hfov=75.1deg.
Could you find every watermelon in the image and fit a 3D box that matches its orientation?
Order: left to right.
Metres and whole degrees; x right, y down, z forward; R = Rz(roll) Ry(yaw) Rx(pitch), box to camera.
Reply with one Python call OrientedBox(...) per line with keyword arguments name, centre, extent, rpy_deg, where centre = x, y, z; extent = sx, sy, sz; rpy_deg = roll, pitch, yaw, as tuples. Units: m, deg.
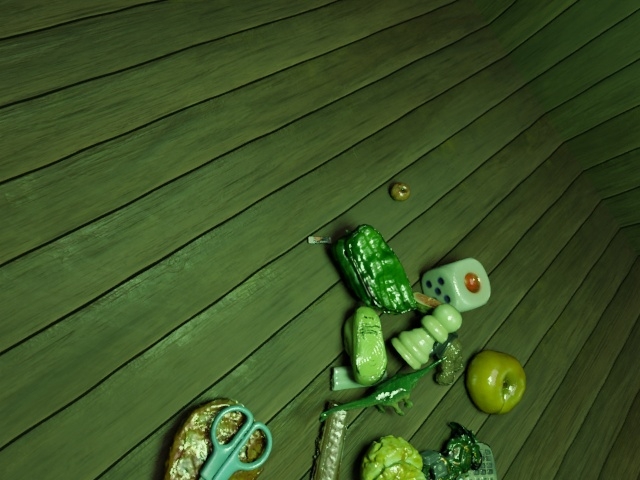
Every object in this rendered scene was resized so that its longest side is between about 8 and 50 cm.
OrientedBox(name="watermelon", centre=(0.401, 0.260, 1.582), extent=(0.087, 0.163, 0.069), rpy_deg=(-7, 114, -38))

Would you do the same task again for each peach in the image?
OrientedBox(name="peach", centre=(0.687, 0.555, 1.630), extent=(0.251, 0.153, 0.251), rpy_deg=(0, 89, -19))

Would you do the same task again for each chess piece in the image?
OrientedBox(name="chess piece", centre=(0.390, 0.328, 1.482), extent=(0.251, 0.144, 0.144), rpy_deg=(-43, 97, 4))

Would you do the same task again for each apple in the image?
OrientedBox(name="apple", centre=(0.328, -0.198, 1.714), extent=(0.084, 0.071, 0.084), rpy_deg=(6, 69, -17))

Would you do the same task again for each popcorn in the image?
OrientedBox(name="popcorn", centre=(0.228, 0.733, 1.327), extent=(0.221, 0.183, 0.204), rpy_deg=(21, 79, -34))

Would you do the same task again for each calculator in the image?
OrientedBox(name="calculator", centre=(0.584, 0.880, 1.537), extent=(0.177, 0.040, 0.268), rpy_deg=(13, 69, -23))

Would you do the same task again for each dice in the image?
OrientedBox(name="dice", centre=(0.529, 0.180, 1.632), extent=(0.193, 0.192, 0.194), rpy_deg=(-15, 81, -28))

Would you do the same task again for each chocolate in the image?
OrientedBox(name="chocolate", centre=(0.034, 0.678, 1.309), extent=(0.102, 0.065, 0.329), rpy_deg=(21, 68, -20))

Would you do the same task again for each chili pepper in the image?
OrientedBox(name="chili pepper", centre=(0.188, 0.126, 1.492), extent=(0.213, 0.167, 0.385), rpy_deg=(-35, 94, -26))

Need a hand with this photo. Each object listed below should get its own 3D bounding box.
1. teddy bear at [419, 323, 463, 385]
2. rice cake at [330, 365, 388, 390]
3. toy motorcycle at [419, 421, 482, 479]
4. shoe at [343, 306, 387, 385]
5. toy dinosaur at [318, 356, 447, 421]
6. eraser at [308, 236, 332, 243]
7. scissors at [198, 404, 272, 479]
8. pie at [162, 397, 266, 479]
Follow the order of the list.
OrientedBox(name="teddy bear", centre=(0.471, 0.404, 1.570), extent=(0.182, 0.129, 0.251), rpy_deg=(-26, 86, -42))
OrientedBox(name="rice cake", centre=(0.136, 0.466, 1.436), extent=(0.221, 0.042, 0.080), rpy_deg=(2, 76, -25))
OrientedBox(name="toy motorcycle", centre=(0.460, 0.753, 1.467), extent=(0.274, 0.125, 0.187), rpy_deg=(-10, 83, -27))
OrientedBox(name="shoe", centre=(0.156, 0.359, 1.427), extent=(0.140, 0.128, 0.262), rpy_deg=(2, 71, -15))
OrientedBox(name="toy dinosaur", centre=(0.215, 0.468, 1.346), extent=(0.447, 0.087, 0.301), rpy_deg=(-41, 129, -9))
OrientedBox(name="eraser", centre=(0.000, 0.000, 1.519), extent=(0.099, 0.019, 0.027), rpy_deg=(1, 75, -25))
OrientedBox(name="scissors", centre=(-0.309, 0.648, 1.069), extent=(0.192, 0.029, 0.447), rpy_deg=(48, 62, -14))
OrientedBox(name="pie", centre=(-0.291, 0.586, 1.161), extent=(0.308, 0.085, 0.308), rpy_deg=(8, 72, -25))
